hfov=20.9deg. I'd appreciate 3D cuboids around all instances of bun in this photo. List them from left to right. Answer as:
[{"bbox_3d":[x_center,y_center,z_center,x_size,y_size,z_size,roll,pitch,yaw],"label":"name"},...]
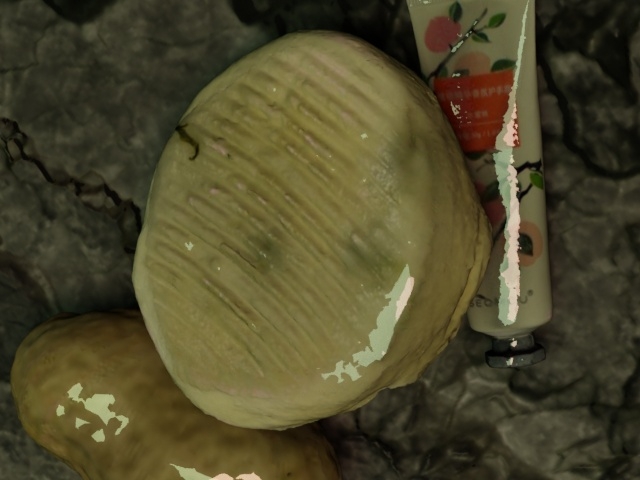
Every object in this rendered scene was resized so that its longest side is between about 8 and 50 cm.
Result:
[{"bbox_3d":[0.000,0.000,1.022,0.210,0.116,0.237,26,97,30],"label":"bun"}]

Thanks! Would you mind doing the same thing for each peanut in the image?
[{"bbox_3d":[-0.093,0.125,1.091,0.224,0.129,0.129,33,112,13],"label":"peanut"}]

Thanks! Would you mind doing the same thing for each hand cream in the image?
[{"bbox_3d":[0.103,-0.041,1.032,0.080,0.050,0.234,-5,97,23],"label":"hand cream"}]
